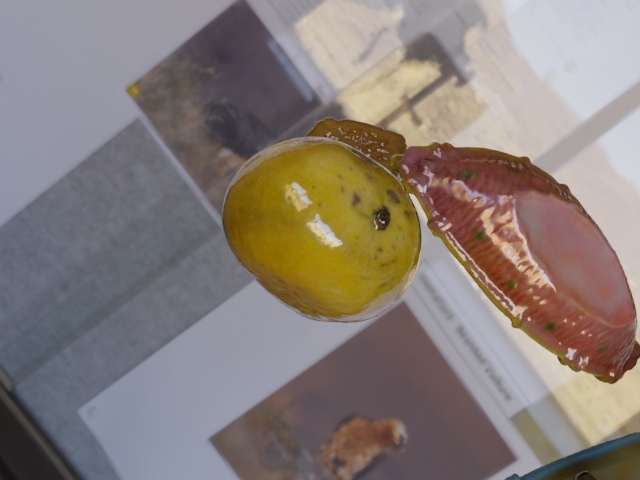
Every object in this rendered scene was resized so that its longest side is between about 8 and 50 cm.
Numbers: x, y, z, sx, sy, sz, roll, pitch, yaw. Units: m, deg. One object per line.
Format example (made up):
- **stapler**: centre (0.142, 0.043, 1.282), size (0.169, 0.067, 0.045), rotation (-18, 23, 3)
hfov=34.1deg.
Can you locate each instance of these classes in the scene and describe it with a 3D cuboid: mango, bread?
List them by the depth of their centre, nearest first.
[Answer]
- **mango**: centre (0.000, 0.000, 0.722), size (0.137, 0.098, 0.195), rotation (22, -19, 2)
- **bread**: centre (0.035, -0.086, 1.325), size (0.069, 0.140, 0.128), rotation (93, 11, -64)

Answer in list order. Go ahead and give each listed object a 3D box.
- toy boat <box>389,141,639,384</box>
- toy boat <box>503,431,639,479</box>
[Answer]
- **toy boat**: centre (0.197, 0.020, 0.924), size (0.318, 0.141, 0.099), rotation (42, -23, -19)
- **toy boat**: centre (0.256, 0.214, 0.846), size (0.145, 0.331, 0.133), rotation (50, -30, 45)
